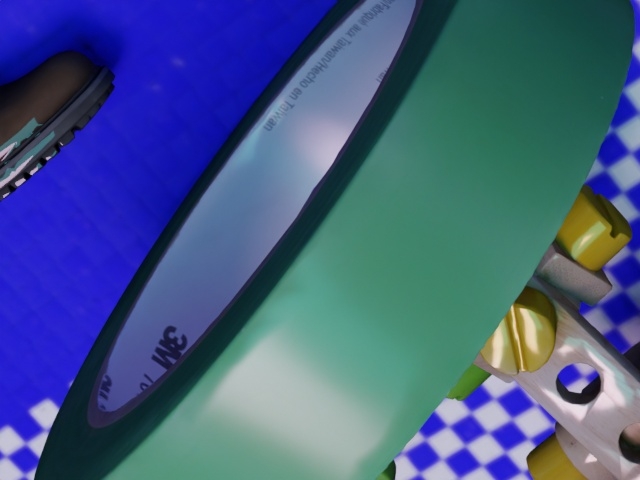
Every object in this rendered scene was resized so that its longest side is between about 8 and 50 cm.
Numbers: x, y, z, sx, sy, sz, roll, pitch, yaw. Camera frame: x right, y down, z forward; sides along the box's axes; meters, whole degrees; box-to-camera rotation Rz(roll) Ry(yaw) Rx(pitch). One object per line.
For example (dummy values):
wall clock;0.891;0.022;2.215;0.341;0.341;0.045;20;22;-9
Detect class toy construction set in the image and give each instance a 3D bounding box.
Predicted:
toy construction set;0.100;0.082;0.885;0.308;0.237;0.257;-18;114;16

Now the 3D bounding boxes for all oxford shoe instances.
oxford shoe;-0.208;-0.049;0.944;0.227;0.083;0.096;-23;108;17

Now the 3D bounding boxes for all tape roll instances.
tape roll;0.000;0.000;0.807;0.077;0.321;0.321;35;116;-12
